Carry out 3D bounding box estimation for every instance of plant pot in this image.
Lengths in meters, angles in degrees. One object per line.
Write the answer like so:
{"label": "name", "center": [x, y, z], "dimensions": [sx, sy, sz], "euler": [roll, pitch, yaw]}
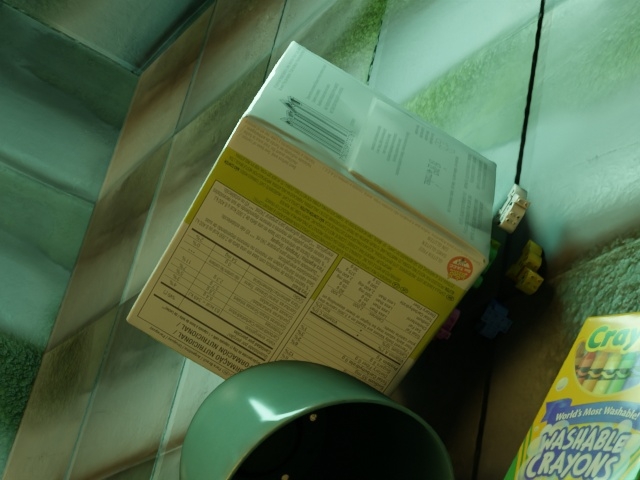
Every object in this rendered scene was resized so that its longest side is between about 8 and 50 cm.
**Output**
{"label": "plant pot", "center": [-0.028, 0.270, 1.435], "dimensions": [0.293, 0.293, 0.235], "euler": [-61, 28, 4]}

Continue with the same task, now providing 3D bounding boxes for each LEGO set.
{"label": "LEGO set", "center": [0.227, 0.052, 1.578], "dimensions": [0.227, 0.087, 0.093], "euler": [-59, 8, 8]}

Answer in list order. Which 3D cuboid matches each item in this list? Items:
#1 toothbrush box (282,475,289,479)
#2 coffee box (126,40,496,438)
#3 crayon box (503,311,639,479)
{"label": "toothbrush box", "center": [-0.116, 0.410, 1.697], "dimensions": [0.295, 0.126, 0.216], "euler": [128, 144, -65]}
{"label": "coffee box", "center": [0.000, 0.000, 1.656], "dimensions": [0.334, 0.338, 0.338], "euler": [-58, 4, 25]}
{"label": "crayon box", "center": [0.301, 0.176, 1.213], "dimensions": [0.323, 0.083, 0.203], "euler": [-57, 18, -22]}
